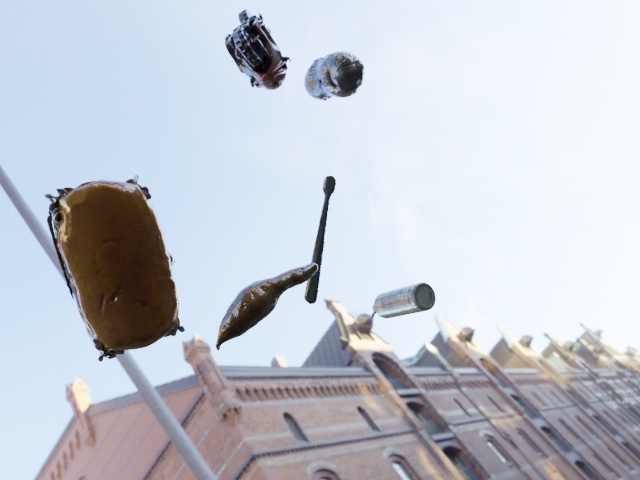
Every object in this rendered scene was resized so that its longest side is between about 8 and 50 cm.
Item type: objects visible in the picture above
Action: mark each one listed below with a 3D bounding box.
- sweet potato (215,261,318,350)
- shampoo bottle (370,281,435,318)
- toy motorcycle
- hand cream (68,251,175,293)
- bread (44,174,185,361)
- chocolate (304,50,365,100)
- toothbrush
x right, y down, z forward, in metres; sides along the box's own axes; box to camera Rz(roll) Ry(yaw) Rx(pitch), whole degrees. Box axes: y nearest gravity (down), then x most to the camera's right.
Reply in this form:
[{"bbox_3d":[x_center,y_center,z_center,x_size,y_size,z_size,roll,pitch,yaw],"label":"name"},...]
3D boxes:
[{"bbox_3d":[-0.113,0.110,1.098,0.269,0.075,0.074,-37,-36,-24],"label":"sweet potato"},{"bbox_3d":[0.241,0.191,1.704,0.085,0.085,0.262,-15,-6,-31],"label":"shampoo bottle"},{"bbox_3d":[-0.109,-0.334,0.971,0.084,0.212,0.118,-31,-59,16],"label":"toy motorcycle"},{"bbox_3d":[-0.451,0.061,1.262,0.235,0.086,0.055,-8,-20,-20],"label":"hand cream"},{"bbox_3d":[-0.287,0.035,0.783,0.136,0.107,0.241,-18,-83,-32],"label":"bread"},{"bbox_3d":[0.031,-0.391,1.318,0.110,0.248,0.110,-5,-75,-21],"label":"chocolate"},{"bbox_3d":[0.000,0.000,1.259,0.030,0.030,0.297,-11,-69,-78],"label":"toothbrush"}]
